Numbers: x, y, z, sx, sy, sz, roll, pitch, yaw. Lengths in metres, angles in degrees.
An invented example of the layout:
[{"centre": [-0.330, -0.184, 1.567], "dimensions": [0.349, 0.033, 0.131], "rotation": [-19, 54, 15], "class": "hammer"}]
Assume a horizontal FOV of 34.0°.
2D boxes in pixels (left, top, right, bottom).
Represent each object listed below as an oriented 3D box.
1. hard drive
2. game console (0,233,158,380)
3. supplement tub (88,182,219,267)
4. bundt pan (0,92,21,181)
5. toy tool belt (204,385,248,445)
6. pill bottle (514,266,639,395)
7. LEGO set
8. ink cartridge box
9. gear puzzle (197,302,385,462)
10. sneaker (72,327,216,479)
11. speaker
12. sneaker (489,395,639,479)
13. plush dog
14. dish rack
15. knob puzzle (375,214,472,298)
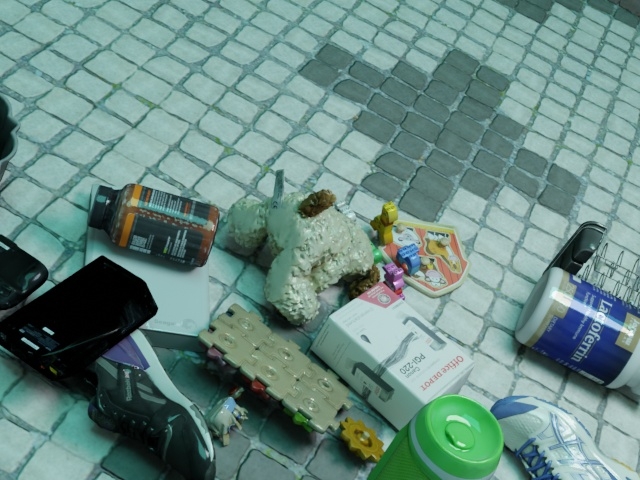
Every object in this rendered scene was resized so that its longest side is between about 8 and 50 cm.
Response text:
[{"centre": [-0.284, 0.039, 1.712], "dimensions": [0.203, 0.040, 0.307], "rotation": [10, 43, -17], "class": "hard drive"}, {"centre": [-0.435, 0.061, 1.559], "dimensions": [0.361, 0.044, 0.213], "rotation": [30, 43, 23], "class": "game console"}, {"centre": [-0.267, -0.030, 1.679], "dimensions": [0.198, 0.106, 0.106], "rotation": [16, 42, -11], "class": "supplement tub"}, {"centre": [-0.652, -0.148, 1.663], "dimensions": [0.331, 0.124, 0.331], "rotation": [13, 43, -13], "class": "bundt pan"}, {"centre": [-0.134, 0.261, 1.555], "dimensions": [0.051, 0.052, 0.083], "rotation": [55, 44, -13], "class": "toy tool belt"}, {"centre": [0.495, 0.169, 1.865], "dimensions": [0.265, 0.153, 0.153], "rotation": [27, 41, 2], "class": "pill bottle"}, {"centre": [0.114, -0.009, 1.897], "dimensions": [0.087, 0.093, 0.227], "rotation": [-24, 59, -22], "class": "LEGO set"}, {"centre": [0.119, 0.190, 1.708], "dimensions": [0.218, 0.092, 0.158], "rotation": [42, 42, 16], "class": "ink cartridge box"}, {"centre": [-0.038, 0.232, 1.620], "dimensions": [0.339, 0.044, 0.175], "rotation": [37, 21, 4], "class": "gear puzzle"}, {"centre": [-0.256, 0.251, 1.470], "dimensions": [0.124, 0.107, 0.283], "rotation": [-17, 46, -32], "class": "sneaker"}, {"centre": [0.135, 0.335, 1.411], "dimensions": [0.131, 0.296, 0.131], "rotation": [14, 42, -13], "class": "speaker"}, {"centre": [0.383, 0.363, 1.644], "dimensions": [0.296, 0.112, 0.131], "rotation": [35, 43, 12], "class": "sneaker"}, {"centre": [0.000, 0.000, 1.801], "dimensions": [0.225, 0.210, 0.262], "rotation": [15, 36, -53], "class": "plush dog"}, {"centre": [0.557, 0.102, 1.934], "dimensions": [0.271, 0.208, 0.074], "rotation": [28, 52, 3], "class": "dish rack"}, {"centre": [0.200, 0.027, 1.964], "dimensions": [0.213, 0.030, 0.213], "rotation": [14, 43, -13], "class": "knob puzzle"}]
